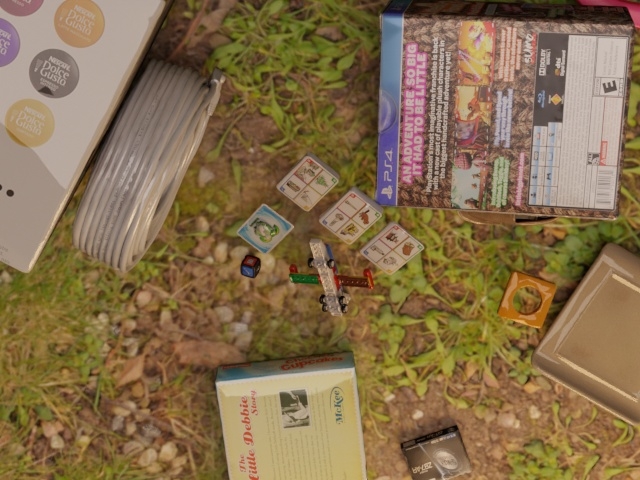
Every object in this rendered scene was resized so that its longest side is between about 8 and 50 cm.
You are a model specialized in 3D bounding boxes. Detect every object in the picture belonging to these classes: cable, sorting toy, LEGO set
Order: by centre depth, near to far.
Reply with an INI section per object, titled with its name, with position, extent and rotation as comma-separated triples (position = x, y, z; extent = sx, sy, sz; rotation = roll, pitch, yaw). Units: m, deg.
[cable]
position = -0.210, -0.090, 1.564
extent = 0.089, 0.257, 0.257
rotation = 25, 107, -2
[LEGO set]
position = 0.000, 0.000, 1.655
extent = 0.182, 0.060, 0.244
rotation = 37, 136, -9
[sorting toy]
position = 0.396, 0.121, 1.744
extent = 0.347, 0.047, 0.196
rotation = 30, 100, -9

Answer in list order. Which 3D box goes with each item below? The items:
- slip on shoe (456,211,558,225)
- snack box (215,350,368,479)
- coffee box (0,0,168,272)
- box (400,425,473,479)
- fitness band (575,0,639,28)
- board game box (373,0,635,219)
[slip on shoe]
position = 0.243, -0.040, 1.695
extent = 0.135, 0.041, 0.051
rotation = 6, 106, -2
[snack box]
position = -0.030, 0.317, 1.788
extent = 0.187, 0.060, 0.322
rotation = -6, 107, 1
[coffee box]
position = -0.377, -0.225, 1.479
extent = 0.337, 0.338, 0.334
rotation = 28, 104, -9
[box]
position = 0.159, 0.297, 1.806
extent = 0.083, 0.018, 0.067
rotation = -18, 105, 5
[fitness band]
position = 0.428, -0.356, 1.598
extent = 0.290, 0.054, 0.209
rotation = 10, 106, -2
[board game box]
position = 0.217, -0.162, 1.581
extent = 0.291, 0.141, 0.232
rotation = 4, 108, 8
